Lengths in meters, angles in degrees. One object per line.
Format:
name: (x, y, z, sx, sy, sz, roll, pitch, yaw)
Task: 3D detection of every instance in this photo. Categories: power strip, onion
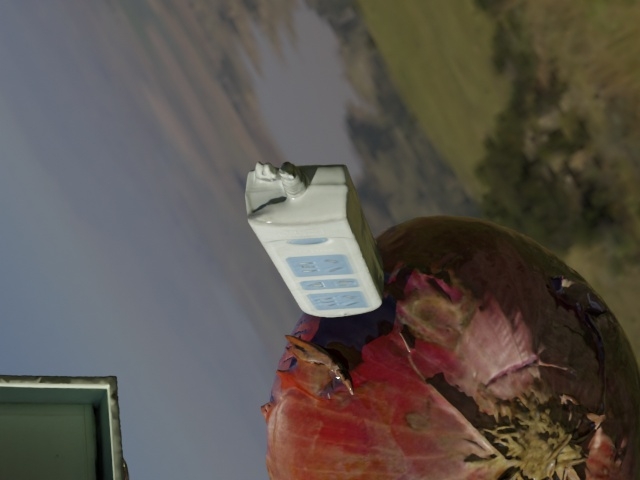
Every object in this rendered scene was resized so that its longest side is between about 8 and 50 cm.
power strip: (0.000, 0.000, 0.836, 0.191, 0.048, 0.030, 63, -155, -70)
onion: (0.110, 0.149, 1.465, 0.353, 0.354, 0.353, 60, 176, 8)

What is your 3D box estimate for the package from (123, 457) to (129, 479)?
package: (-0.211, 0.192, 1.606, 0.121, 0.031, 0.108, 44, 161, 20)

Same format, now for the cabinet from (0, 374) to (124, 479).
cabinet: (-0.205, 0.183, 1.027, 0.206, 0.145, 0.150, 124, 144, -57)
